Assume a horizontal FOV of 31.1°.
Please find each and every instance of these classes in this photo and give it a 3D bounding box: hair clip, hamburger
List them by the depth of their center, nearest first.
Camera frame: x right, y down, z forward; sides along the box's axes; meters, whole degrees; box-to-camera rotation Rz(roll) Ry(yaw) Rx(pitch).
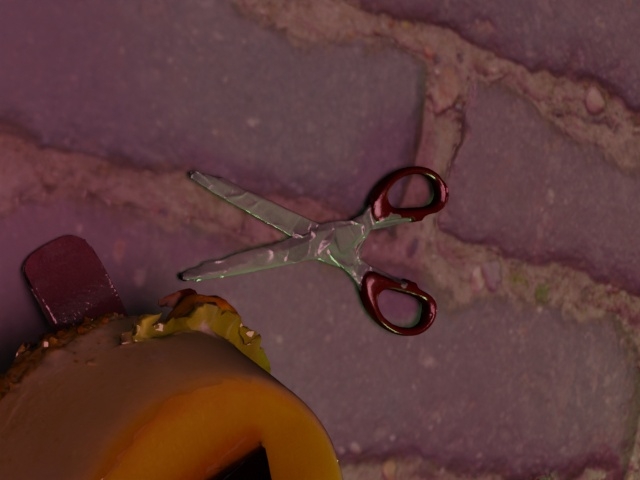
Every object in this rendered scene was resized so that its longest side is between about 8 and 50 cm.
[{"bbox_3d":[-0.120,0.184,0.739,0.294,0.179,0.276,-35,124,-37],"label":"hamburger"},{"bbox_3d":[-0.161,0.064,0.810,0.054,0.022,0.137,-31,110,-33],"label":"hair clip"}]

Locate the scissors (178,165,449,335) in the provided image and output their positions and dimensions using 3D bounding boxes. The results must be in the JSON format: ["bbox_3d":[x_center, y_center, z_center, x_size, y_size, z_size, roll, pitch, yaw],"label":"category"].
[{"bbox_3d":[0.000,0.000,0.925,0.247,0.017,0.144,7,88,-34],"label":"scissors"}]
